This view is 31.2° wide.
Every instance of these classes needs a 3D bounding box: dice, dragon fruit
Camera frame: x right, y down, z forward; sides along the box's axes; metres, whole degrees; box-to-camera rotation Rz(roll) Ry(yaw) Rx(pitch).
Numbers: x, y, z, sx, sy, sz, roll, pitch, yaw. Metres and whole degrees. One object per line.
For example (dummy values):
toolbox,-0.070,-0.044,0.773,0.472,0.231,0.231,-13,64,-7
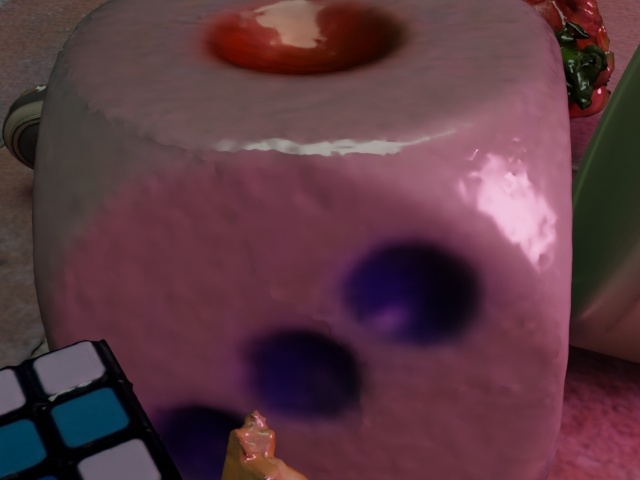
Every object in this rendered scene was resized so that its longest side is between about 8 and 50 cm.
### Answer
dice,0.000,0.000,0.636,0.259,0.251,0.243,1,33,9
dragon fruit,0.173,-0.139,0.911,0.135,0.137,0.236,-24,35,-1

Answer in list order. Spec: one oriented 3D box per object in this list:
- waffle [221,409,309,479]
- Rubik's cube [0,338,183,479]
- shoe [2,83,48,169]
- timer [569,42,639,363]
waffle,0.027,0.167,0.509,0.191,0.125,0.032,20,14,33
Rubik's cube,-0.126,0.180,0.449,0.182,0.184,0.187,-20,36,-20
shoe,-0.161,-0.063,0.893,0.180,0.089,0.092,4,37,-1
timer,0.331,-0.014,0.649,0.315,0.290,0.291,24,39,1
